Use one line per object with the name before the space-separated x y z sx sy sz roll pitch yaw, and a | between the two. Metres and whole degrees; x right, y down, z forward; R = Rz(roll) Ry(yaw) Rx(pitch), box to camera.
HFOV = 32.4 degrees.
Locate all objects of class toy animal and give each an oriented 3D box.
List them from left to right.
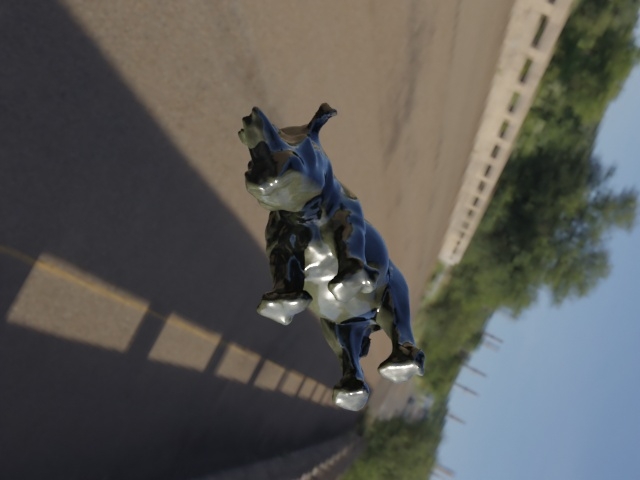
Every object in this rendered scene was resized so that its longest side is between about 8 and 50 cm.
toy animal | 0.000 0.000 0.406 0.065 0.047 0.136 -90 156 -43
